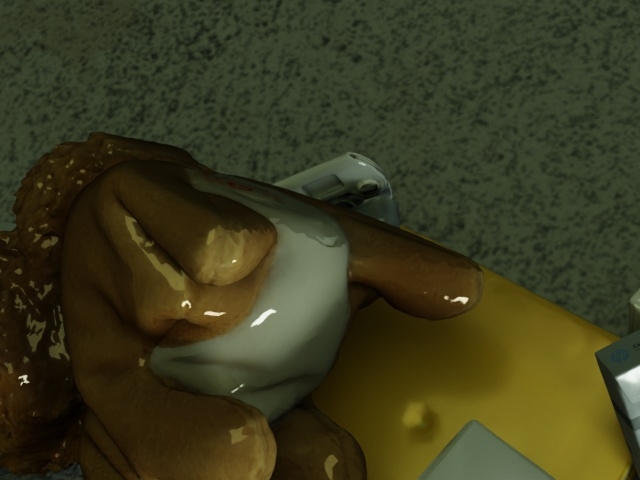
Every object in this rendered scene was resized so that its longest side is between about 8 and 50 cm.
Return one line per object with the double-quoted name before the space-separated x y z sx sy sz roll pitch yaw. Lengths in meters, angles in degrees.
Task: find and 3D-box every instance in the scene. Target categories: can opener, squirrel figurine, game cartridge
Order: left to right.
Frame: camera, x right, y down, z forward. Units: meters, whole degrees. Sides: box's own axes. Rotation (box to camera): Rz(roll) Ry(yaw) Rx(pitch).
"squirrel figurine" -0.138 0.124 1.131 0.397 0.281 0.370 24 101 36
"can opener" -0.067 0.010 1.251 0.283 0.076 0.095 -23 48 18
"game cartridge" 0.085 0.154 1.208 0.324 0.052 0.285 29 77 24

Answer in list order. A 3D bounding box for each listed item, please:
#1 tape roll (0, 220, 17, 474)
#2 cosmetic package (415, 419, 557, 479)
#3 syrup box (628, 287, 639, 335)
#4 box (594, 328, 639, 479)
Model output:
"tape roll" -0.299 0.094 1.304 0.219 0.072 0.219 -4 65 8
"cosmetic package" 0.203 0.310 0.963 0.385 0.217 0.156 34 72 25
"syrup box" 0.357 0.009 1.201 0.096 0.093 0.237 40 79 24
"box" 0.298 0.126 1.112 0.145 0.186 0.038 -28 33 -2
